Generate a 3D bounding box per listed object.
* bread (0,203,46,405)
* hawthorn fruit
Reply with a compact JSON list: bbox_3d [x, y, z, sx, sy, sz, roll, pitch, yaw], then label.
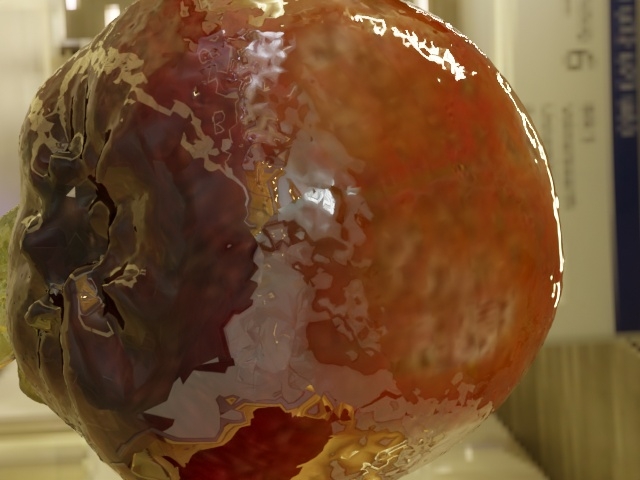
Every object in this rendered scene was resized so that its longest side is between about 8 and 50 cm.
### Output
[{"bbox_3d":[-0.156,0.032,0.980,0.065,0.188,0.149,54,20,-42],"label":"bread"},{"bbox_3d":[0.000,0.000,0.524,0.169,0.188,0.169,5,-84,53],"label":"hawthorn fruit"}]
